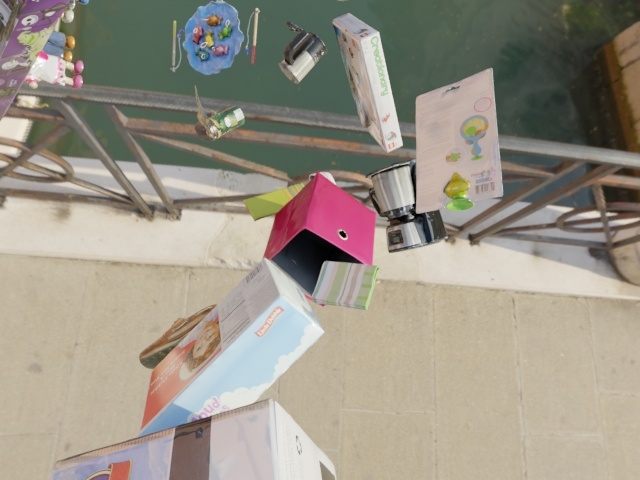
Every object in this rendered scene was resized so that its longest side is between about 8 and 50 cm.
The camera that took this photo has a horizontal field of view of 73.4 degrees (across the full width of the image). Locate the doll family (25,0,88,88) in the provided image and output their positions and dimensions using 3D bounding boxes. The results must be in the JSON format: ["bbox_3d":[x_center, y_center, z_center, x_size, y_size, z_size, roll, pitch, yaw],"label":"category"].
[{"bbox_3d":[-0.540,-0.409,0.790,0.118,0.163,0.263,8,93,27],"label":"doll family"}]

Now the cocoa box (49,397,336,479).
[{"bbox_3d":[-0.091,0.360,0.352,0.228,0.231,0.347,-18,45,5],"label":"cocoa box"}]

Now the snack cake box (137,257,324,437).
[{"bbox_3d":[-0.132,0.166,0.623,0.264,0.152,0.089,-45,114,2],"label":"snack cake box"}]

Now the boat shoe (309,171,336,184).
[{"bbox_3d":[0.035,-0.144,1.592,0.084,0.095,0.258,-10,58,-40],"label":"boat shoe"}]

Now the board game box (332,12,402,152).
[{"bbox_3d":[0.123,-0.399,1.102,0.053,0.305,0.193,-25,43,0],"label":"board game box"}]

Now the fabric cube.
[{"bbox_3d":[0.000,0.000,1.340,0.254,0.259,0.258,33,42,-20],"label":"fabric cube"}]

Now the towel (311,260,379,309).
[{"bbox_3d":[0.056,0.102,1.017,0.152,0.023,0.113,2,64,36],"label":"towel"}]

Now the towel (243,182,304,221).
[{"bbox_3d":[-0.146,-0.139,1.525,0.237,0.021,0.102,-20,57,-24],"label":"towel"}]

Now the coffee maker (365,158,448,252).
[{"bbox_3d":[0.198,-0.074,0.897,0.171,0.120,0.178,-15,90,-13],"label":"coffee maker"}]

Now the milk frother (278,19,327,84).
[{"bbox_3d":[-0.081,-0.584,1.317,0.135,0.129,0.143,-48,55,-2],"label":"milk frother"}]

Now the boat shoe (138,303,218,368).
[{"bbox_3d":[-0.468,0.331,1.497,0.324,0.122,0.120,-26,48,-9],"label":"boat shoe"}]

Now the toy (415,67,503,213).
[{"bbox_3d":[0.231,-0.156,0.716,0.056,0.137,0.237,33,55,-45],"label":"toy"}]

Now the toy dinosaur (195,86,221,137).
[{"bbox_3d":[-0.381,-0.406,1.413,0.093,0.183,0.053,25,52,36],"label":"toy dinosaur"}]

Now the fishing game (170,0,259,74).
[{"bbox_3d":[-0.281,-0.527,1.104,0.264,0.041,0.189,8,94,21],"label":"fishing game"}]

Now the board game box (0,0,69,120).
[{"bbox_3d":[-0.388,-0.252,0.437,0.056,0.347,0.208,-39,105,-48],"label":"board game box"}]

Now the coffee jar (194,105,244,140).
[{"bbox_3d":[-0.377,-0.437,1.608,0.096,0.079,0.184,9,38,37],"label":"coffee jar"}]
